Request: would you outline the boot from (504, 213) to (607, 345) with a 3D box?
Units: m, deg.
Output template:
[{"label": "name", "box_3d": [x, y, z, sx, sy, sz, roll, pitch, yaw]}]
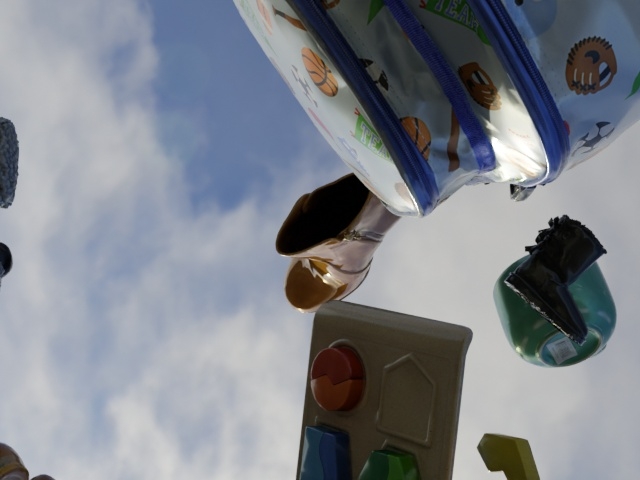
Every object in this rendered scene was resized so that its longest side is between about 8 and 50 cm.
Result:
[{"label": "boot", "box_3d": [0.264, 0.040, 1.257, 0.121, 0.099, 0.045, 42, -2, -11]}]

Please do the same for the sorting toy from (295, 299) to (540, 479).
[{"label": "sorting toy", "box_3d": [0.075, 0.183, 1.086, 0.307, 0.041, 0.229, 8, -91, 51]}]

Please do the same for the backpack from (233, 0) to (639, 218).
[{"label": "backpack", "box_3d": [0.073, -0.139, 0.654, 0.276, 0.213, 0.263, 49, -11, -7]}]

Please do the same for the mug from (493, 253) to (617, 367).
[{"label": "mug", "box_3d": [0.285, 0.087, 1.367, 0.097, 0.158, 0.129, -102, -155, -43]}]

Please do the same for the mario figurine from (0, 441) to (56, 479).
[{"label": "mario figurine", "box_3d": [-0.308, 0.088, 0.759, 0.321, 0.170, 0.198, 25, -55, 15]}]

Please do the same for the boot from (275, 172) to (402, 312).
[{"label": "boot", "box_3d": [0.001, 0.000, 1.425, 0.295, 0.211, 0.104, -45, -106, 30]}]

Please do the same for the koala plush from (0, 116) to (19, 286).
[{"label": "koala plush", "box_3d": [-0.359, 0.006, 1.059, 0.196, 0.203, 0.221, -147, -136, -64]}]
